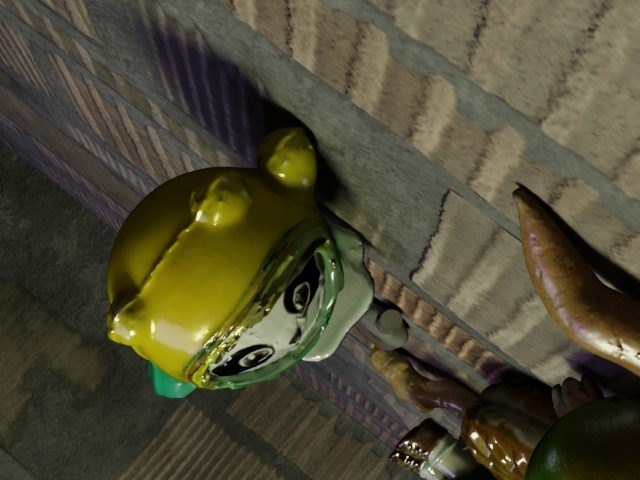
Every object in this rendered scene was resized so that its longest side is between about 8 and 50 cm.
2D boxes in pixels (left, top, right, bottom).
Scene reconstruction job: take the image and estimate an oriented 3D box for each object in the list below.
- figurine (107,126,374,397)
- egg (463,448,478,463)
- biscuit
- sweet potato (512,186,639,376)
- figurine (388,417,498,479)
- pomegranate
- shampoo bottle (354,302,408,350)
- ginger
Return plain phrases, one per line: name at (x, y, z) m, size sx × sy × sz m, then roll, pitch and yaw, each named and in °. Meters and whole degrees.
figurine at (-0.089, 0.032, 1.282) m, size 0.231 × 0.323 × 0.340 m, roll 40°, pitch -175°, yaw 19°
egg at (0.291, 0.421, 1.844) m, size 0.282 × 0.203 × 0.203 m, roll 32°, pitch 169°, yaw 12°
biscuit at (0.313, 0.291, 1.495) m, size 0.332 × 0.103 × 0.332 m, roll 38°, pitch 170°, yaw 8°
sweet potato at (0.236, 0.072, 0.934) m, size 0.281 × 0.059 × 0.067 m, roll 37°, pitch 161°, yaw 2°
figurine at (0.235, 0.407, 1.668) m, size 0.370 × 0.167 × 0.281 m, roll 50°, pitch 154°, yaw 18°
pomegranate at (0.275, 0.216, 1.186) m, size 0.180 × 0.180 × 0.210 m, roll 47°, pitch -163°, yaw -37°
shampoo bottle at (0.084, 0.116, 1.701) m, size 0.080 × 0.040 × 0.165 m, roll 40°, pitch 171°, yaw 1°
ginger at (0.153, 0.224, 1.843) m, size 0.288 × 0.075 × 0.089 m, roll 34°, pitch 146°, yaw 49°
